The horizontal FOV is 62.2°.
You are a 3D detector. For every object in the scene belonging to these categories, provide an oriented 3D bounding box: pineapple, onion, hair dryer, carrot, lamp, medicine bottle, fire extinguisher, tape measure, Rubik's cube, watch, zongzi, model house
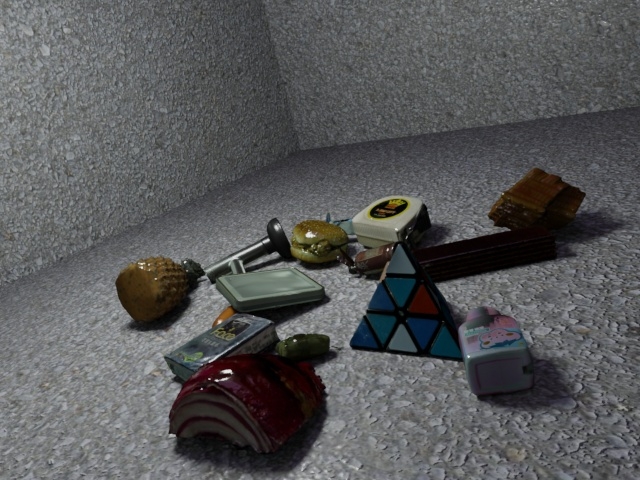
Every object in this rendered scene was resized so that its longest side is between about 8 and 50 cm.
[{"bbox_3d":[-0.505,0.132,1.763,0.202,0.202,0.362,-7,9,22],"label":"pineapple"},{"bbox_3d":[-0.153,0.291,1.084,0.314,0.146,0.280,-10,14,28],"label":"onion"},{"bbox_3d":[-0.217,0.095,1.837,0.320,0.155,0.284,-33,43,-13],"label":"hair dryer"},{"bbox_3d":[-0.236,0.206,1.528,0.066,0.062,0.271,-43,-1,29],"label":"carrot"},{"bbox_3d":[-0.153,0.139,1.570,0.269,0.047,0.266,-6,12,-23],"label":"lamp"},{"bbox_3d":[0.332,0.205,1.027,0.119,0.094,0.188,-12,19,12],"label":"medicine bottle"},{"bbox_3d":[0.148,0.046,1.575,0.075,0.106,0.252,-21,2,-39],"label":"fire extinguisher"},{"bbox_3d":[0.271,-0.054,1.790,0.231,0.133,0.271,-35,28,-29],"label":"tape measure"},{"bbox_3d":[0.268,0.168,1.228,0.250,0.284,0.234,30,19,30],"label":"Rubik's cube"},{"bbox_3d":[0.091,-0.075,2.032,0.276,0.068,0.274,-6,14,27],"label":"watch"},{"bbox_3d":[-0.028,0.248,1.272,0.154,0.062,0.130,-10,-5,-15],"label":"zongzi"},{"bbox_3d":[0.624,-0.098,1.543,0.199,0.219,0.229,38,24,12],"label":"model house"}]

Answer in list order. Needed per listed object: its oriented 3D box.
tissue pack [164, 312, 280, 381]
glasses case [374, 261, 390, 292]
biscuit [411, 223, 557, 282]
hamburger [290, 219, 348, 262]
[{"bbox_3d":[-0.242,0.269,1.317,0.235,0.073,0.173,-29,21,-35],"label":"tissue pack"},{"bbox_3d":[0.193,0.116,1.389,0.070,0.102,0.193,-1,21,18],"label":"glasses case"},{"bbox_3d":[0.447,0.036,1.470,0.388,0.073,0.107,-12,19,8],"label":"biscuit"},{"bbox_3d":[0.000,0.000,1.815,0.189,0.122,0.215,-4,16,-22],"label":"hamburger"}]
